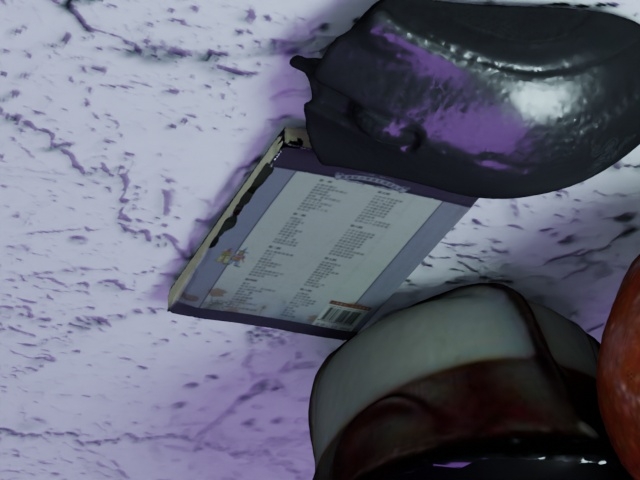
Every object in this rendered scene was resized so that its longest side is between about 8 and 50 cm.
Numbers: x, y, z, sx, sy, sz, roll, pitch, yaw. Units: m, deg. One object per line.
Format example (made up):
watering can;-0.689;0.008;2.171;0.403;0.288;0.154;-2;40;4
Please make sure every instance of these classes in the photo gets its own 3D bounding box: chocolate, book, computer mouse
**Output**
chocolate;0.120;0.146;1.385;0.284;0.186;0.283;-1;149;0
book;0.000;-0.001;1.306;0.157;0.026;0.231;10;144;-23
computer mouse;0.109;-0.082;1.145;0.264;0.088;0.147;6;142;-9

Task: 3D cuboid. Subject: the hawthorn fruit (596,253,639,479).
hawthorn fruit;0.310;0.055;1.233;0.242;0.271;0.242;4;175;0
